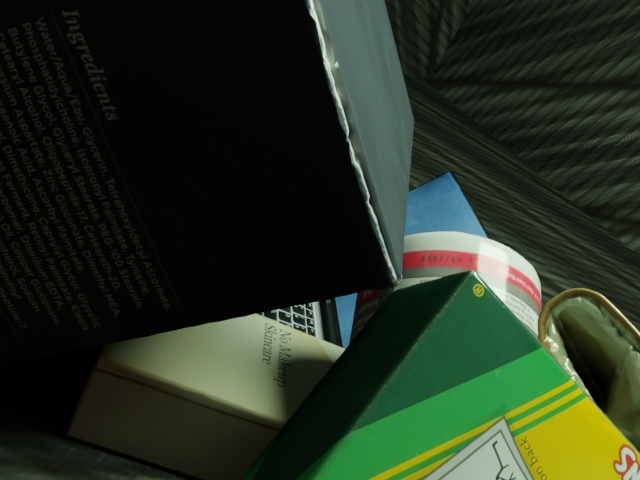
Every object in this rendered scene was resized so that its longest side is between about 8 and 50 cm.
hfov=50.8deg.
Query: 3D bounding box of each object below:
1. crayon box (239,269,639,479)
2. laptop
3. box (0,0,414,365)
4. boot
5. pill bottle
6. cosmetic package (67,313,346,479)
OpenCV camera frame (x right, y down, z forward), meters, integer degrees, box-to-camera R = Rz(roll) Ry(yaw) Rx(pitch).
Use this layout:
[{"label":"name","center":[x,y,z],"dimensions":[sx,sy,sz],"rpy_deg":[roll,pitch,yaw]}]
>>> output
[{"label":"crayon box","center":[0.095,0.257,0.386],"dimensions":[0.363,0.106,0.313],"rpy_deg":[46,64,-9]},{"label":"laptop","center":[0.000,0.000,0.946],"dimensions":[0.408,0.236,0.382],"rpy_deg":[22,26,-17]},{"label":"box","center":[-0.169,-0.136,0.686],"dimensions":[0.480,0.471,0.297],"rpy_deg":[-70,143,-64]},{"label":"boot","center":[0.252,0.178,0.537],"dimensions":[0.236,0.089,0.269],"rpy_deg":[58,4,28]},{"label":"pill bottle","center":[0.100,0.166,0.583],"dimensions":[0.176,0.176,0.319],"rpy_deg":[22,56,-15]},{"label":"cosmetic package","center":[-0.080,0.164,0.708],"dimensions":[0.309,0.113,0.160],"rpy_deg":[22,27,-14]}]
